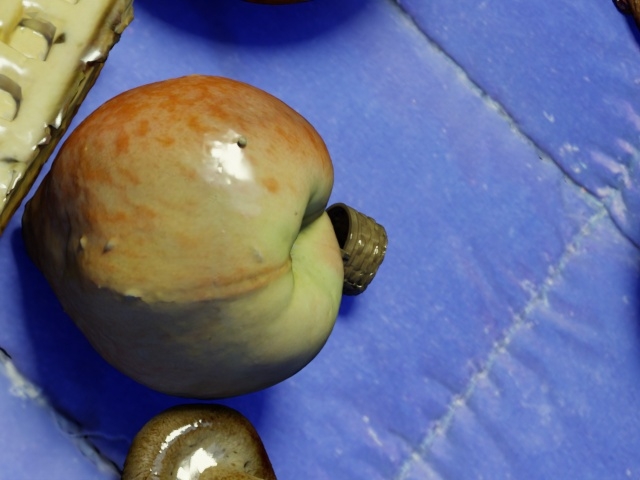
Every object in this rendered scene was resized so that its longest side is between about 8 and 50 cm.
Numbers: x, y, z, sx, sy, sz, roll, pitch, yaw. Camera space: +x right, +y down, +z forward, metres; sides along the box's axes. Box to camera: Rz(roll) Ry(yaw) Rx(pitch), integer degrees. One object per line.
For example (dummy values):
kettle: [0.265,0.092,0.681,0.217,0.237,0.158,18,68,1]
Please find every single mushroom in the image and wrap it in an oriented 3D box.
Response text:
mushroom: [-0.073,0.167,1.207,0.109,0.085,0.126,-11,85,-4]

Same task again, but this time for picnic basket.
picnic basket: [0.000,0.000,1.360,0.083,0.072,0.072,27,52,-27]

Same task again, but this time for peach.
peach: [-0.099,-0.001,1.222,0.232,0.232,0.232,15,56,-24]

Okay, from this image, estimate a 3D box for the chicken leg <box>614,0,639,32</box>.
chicken leg: [0.310,-0.228,1.702,0.093,0.053,0.205,40,52,-24]

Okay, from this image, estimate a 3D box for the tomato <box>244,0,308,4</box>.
tomato: [-0.011,-0.347,1.401,0.321,0.321,0.321,15,56,-24]

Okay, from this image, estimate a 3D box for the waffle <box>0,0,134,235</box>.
waffle: [-0.301,-0.101,1.207,0.261,0.114,0.376,33,51,-11]
